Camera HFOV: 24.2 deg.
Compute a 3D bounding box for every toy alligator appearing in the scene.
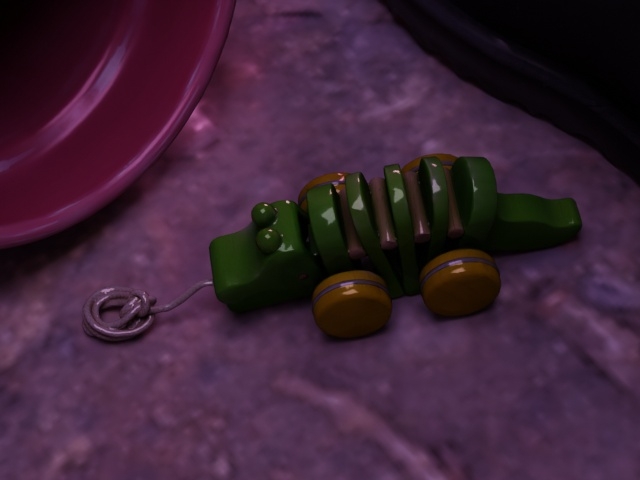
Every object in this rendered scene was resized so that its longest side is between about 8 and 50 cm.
[{"bbox_3d":[0.000,0.000,0.537,0.189,0.051,0.056,-11,54,2],"label":"toy alligator"}]

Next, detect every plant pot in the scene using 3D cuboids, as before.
[{"bbox_3d":[-0.161,-0.117,0.574,0.180,0.201,0.201,25,62,42],"label":"plant pot"}]

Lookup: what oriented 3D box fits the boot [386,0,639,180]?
[{"bbox_3d":[0.115,-0.199,0.413,0.146,0.445,0.367,-36,57,-15],"label":"boot"}]
